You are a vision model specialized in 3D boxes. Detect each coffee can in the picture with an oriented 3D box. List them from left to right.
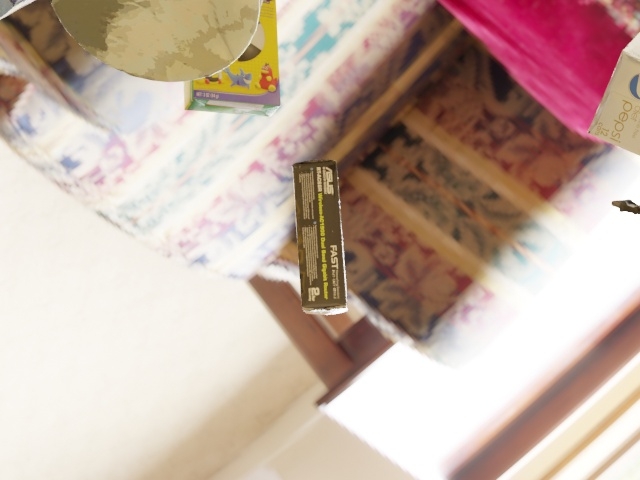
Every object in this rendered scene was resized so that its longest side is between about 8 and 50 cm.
[{"bbox_3d":[-0.132,-0.317,1.279,0.201,0.275,0.201,6,135,6],"label":"coffee can"}]

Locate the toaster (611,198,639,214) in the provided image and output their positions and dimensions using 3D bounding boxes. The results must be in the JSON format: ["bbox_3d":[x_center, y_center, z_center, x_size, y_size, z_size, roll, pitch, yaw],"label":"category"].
[{"bbox_3d":[0.367,0.009,1.073,0.168,0.185,0.110,-29,132,-18],"label":"toaster"}]

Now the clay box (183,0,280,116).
[{"bbox_3d":[-0.126,-0.287,1.816,0.127,0.222,0.053,2,165,-21],"label":"clay box"}]

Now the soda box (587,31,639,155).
[{"bbox_3d":[0.277,-0.127,1.020,0.216,0.074,0.069,-41,153,-57],"label":"soda box"}]

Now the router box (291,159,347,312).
[{"bbox_3d":[0.000,0.000,1.089,0.038,0.122,0.092,-4,174,0],"label":"router box"}]

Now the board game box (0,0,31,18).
[{"bbox_3d":[-0.380,-0.340,1.415,0.035,0.201,0.136,-32,-168,22],"label":"board game box"}]
